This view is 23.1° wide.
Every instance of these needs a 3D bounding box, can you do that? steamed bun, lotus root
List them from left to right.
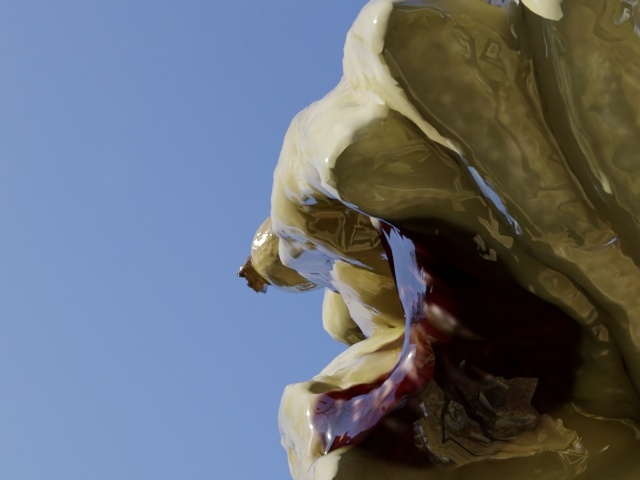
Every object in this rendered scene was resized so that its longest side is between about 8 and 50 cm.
[{"bbox_3d":[0.000,0.000,1.082,0.150,0.073,0.062,-30,-100,24],"label":"lotus root"},{"bbox_3d":[0.054,0.062,0.559,0.189,0.247,0.428,-30,-9,-6],"label":"steamed bun"}]
